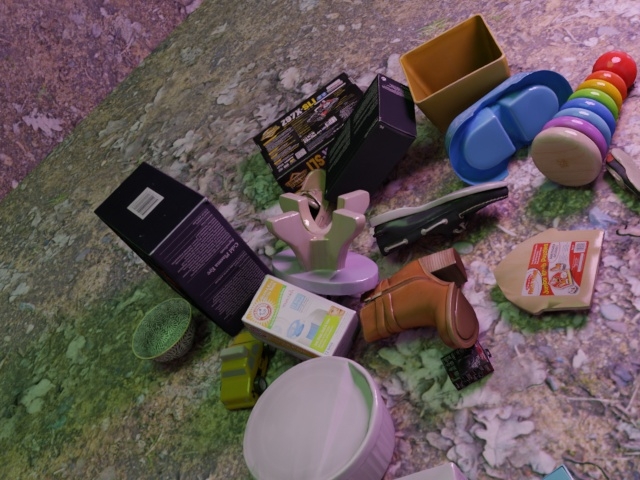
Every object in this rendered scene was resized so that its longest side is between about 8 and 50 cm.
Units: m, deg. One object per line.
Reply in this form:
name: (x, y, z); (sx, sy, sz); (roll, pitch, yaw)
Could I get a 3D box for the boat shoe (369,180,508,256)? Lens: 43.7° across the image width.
boat shoe: (0.253, -0.046, 1.657); (0.303, 0.091, 0.114); (-18, -2, 27)

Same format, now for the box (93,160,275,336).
box: (-0.312, 0.016, 1.867); (0.179, 0.312, 0.343); (-48, 38, -11)

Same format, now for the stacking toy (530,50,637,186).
stacking toy: (0.553, -0.265, 1.607); (0.141, 0.141, 0.330); (8, 52, 44)

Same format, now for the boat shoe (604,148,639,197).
boat shoe: (0.577, -0.119, 1.503); (0.137, 0.049, 0.043); (-106, 30, -48)

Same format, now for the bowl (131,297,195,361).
bowl: (-0.350, 0.225, 1.874); (0.170, 0.080, 0.170); (-22, 41, 21)

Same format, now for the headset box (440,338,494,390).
headset box: (0.264, 0.218, 1.419); (0.083, 0.032, 0.062); (-31, 38, 8)

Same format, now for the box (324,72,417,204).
box: (0.111, -0.221, 1.840); (0.261, 0.103, 0.184); (-53, 21, 41)

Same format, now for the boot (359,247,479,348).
boot: (0.172, 0.137, 1.503); (0.220, 0.109, 0.283); (-27, 32, 18)

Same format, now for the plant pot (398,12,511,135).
plant pot: (0.330, -0.350, 1.820); (0.212, 0.187, 0.212); (-27, 39, 15)

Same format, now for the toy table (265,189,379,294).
toy table: (0.000, 0.000, 1.640); (0.274, 0.160, 0.252); (11, 24, 39)

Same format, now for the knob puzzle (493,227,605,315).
knob puzzle: (0.412, 0.060, 1.462); (0.213, 0.030, 0.213); (-22, 41, 21)

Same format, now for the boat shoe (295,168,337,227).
boat shoe: (-0.017, -0.077, 1.896); (0.109, 0.098, 0.302); (-19, 42, 24)

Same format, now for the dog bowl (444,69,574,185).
dog bowl: (0.393, -0.244, 1.692); (0.297, 0.166, 0.074); (-36, 26, 3)

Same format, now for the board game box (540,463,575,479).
board game box: (0.271, 0.506, 1.081); (0.336, 0.079, 0.253); (-35, 37, 4)

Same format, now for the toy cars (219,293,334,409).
toy cars: (-0.094, 0.183, 1.702); (0.393, 0.087, 0.176); (-46, 38, -10)

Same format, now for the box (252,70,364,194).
box: (-0.006, -0.286, 2.120); (0.322, 0.079, 0.257); (-36, 36, 4)

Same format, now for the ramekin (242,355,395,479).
ramekin: (0.008, 0.350, 1.416); (0.273, 0.127, 0.272); (-23, 40, 20)

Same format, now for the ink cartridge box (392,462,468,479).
ink cartridge box: (0.137, 0.467, 1.003); (0.197, 0.198, 0.270); (-24, 40, 18)

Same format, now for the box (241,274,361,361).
box: (-0.038, 0.168, 1.590); (0.203, 0.103, 0.114); (22, 69, 20)
